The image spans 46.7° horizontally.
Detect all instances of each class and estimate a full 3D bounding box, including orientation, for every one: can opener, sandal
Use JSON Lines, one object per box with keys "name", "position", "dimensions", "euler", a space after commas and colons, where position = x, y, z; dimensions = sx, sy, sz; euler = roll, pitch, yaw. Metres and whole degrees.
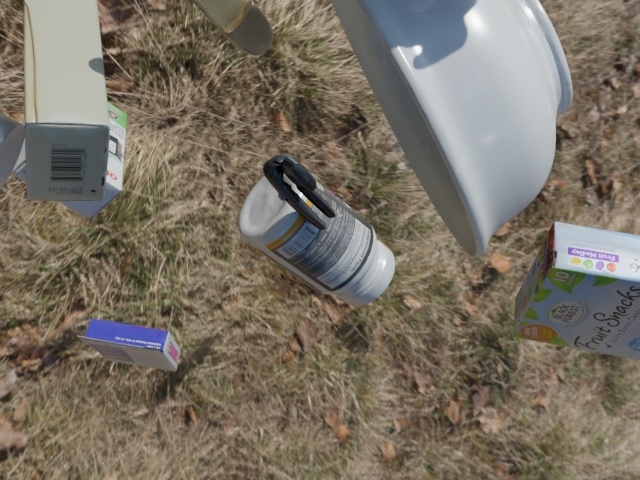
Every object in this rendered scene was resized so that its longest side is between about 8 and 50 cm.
{"name": "can opener", "position": [-0.030, -0.070, 1.147], "dimensions": [0.059, 0.073, 0.186], "euler": [-41, 142, -3]}
{"name": "sandal", "position": [-0.161, -0.358, 1.034], "dimensions": [0.088, 0.079, 0.240], "euler": [-49, 130, -11]}

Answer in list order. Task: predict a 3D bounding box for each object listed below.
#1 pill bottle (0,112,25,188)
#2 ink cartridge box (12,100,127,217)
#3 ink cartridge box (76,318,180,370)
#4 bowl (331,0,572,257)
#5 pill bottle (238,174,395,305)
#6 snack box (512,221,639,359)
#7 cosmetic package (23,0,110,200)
{"name": "pill bottle", "position": [-0.626, -0.179, 1.148], "dimensions": [0.283, 0.161, 0.161], "euler": [25, 93, -10]}
{"name": "ink cartridge box", "position": [-0.547, -0.218, 1.644], "dimensions": [0.117, 0.278, 0.201], "euler": [-34, 133, 24]}
{"name": "ink cartridge box", "position": [-0.430, 0.241, 1.709], "dimensions": [0.175, 0.371, 0.069], "euler": [10, 75, -2]}
{"name": "bowl", "position": [0.122, -0.145, 0.645], "dimensions": [0.134, 0.298, 0.298], "euler": [-28, 104, 5]}
{"name": "pill bottle", "position": [0.000, 0.000, 1.337], "dimensions": [0.278, 0.162, 0.162], "euler": [36, 91, -35]}
{"name": "snack box", "position": [0.203, 0.039, 0.465], "dimensions": [0.141, 0.100, 0.037], "euler": [10, 58, 5]}
{"name": "cosmetic package", "position": [-0.386, -0.223, 1.114], "dimensions": [0.113, 0.309, 0.160], "euler": [-2, 140, -22]}
